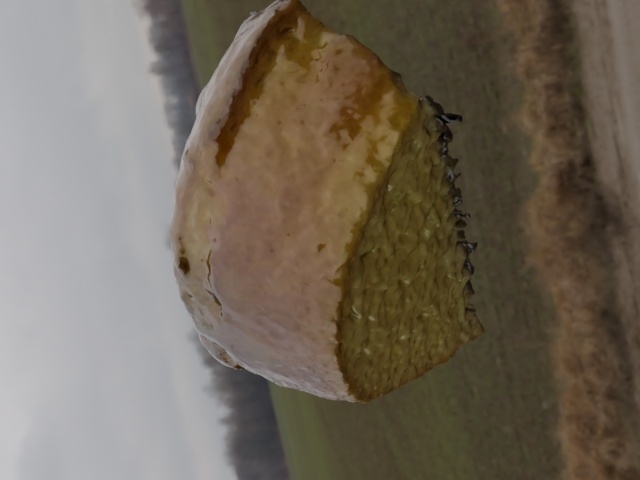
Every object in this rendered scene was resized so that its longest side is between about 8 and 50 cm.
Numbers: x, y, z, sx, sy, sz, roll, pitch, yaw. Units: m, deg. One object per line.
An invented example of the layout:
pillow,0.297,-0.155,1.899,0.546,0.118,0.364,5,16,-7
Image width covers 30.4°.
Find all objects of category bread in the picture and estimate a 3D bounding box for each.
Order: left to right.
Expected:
bread,-0.004,0.010,0.603,0.129,0.134,0.260,28,161,28
